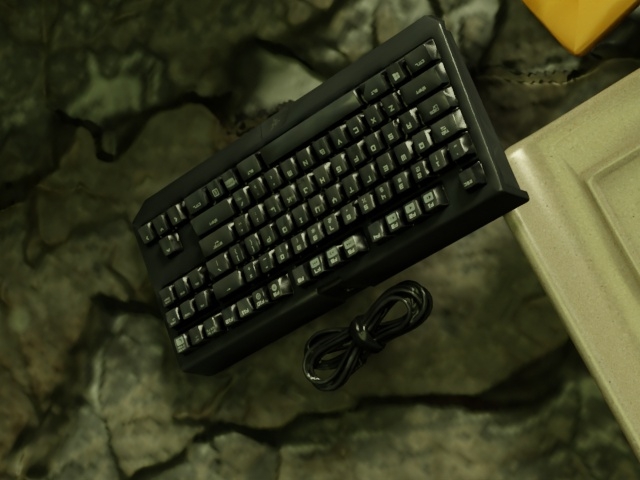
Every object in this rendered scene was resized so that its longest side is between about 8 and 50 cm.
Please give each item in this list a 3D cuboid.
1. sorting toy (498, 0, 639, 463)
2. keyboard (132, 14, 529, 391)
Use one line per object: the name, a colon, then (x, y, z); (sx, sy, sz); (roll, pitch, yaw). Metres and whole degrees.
sorting toy: (0.184, 0.000, 0.680); (0.196, 0.047, 0.347); (-31, 79, 15)
keyboard: (0.000, 0.000, 0.736); (0.180, 0.023, 0.108); (-31, 78, 39)
